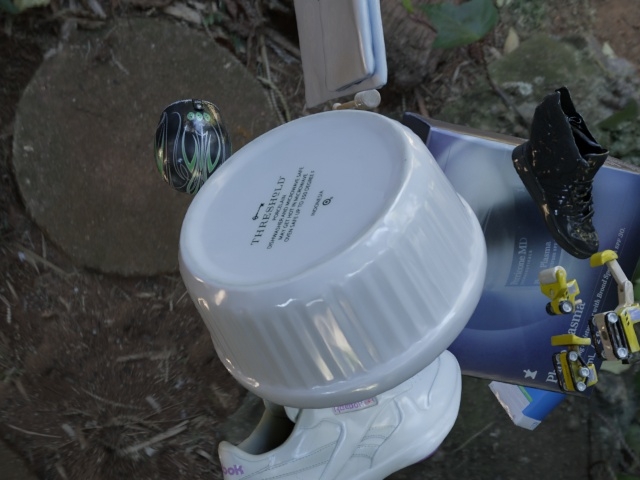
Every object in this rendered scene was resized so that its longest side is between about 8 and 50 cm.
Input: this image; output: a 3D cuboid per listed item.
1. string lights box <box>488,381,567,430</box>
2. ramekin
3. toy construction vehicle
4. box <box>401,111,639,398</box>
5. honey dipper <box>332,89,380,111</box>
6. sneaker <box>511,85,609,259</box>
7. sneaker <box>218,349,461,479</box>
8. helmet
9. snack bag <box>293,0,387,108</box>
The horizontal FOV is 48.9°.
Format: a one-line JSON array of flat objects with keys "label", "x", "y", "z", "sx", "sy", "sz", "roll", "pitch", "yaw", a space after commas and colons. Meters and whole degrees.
[{"label": "string lights box", "x": 0.539, "y": 0.313, "z": 1.687, "sx": 0.076, "sy": 0.133, "sz": 0.260, "roll": 25, "pitch": 112, "yaw": -34}, {"label": "ramekin", "x": 0.000, "y": 0.000, "z": 0.621, "sx": 0.273, "sy": 0.272, "sz": 0.127, "roll": -49, "pitch": 133, "yaw": -22}, {"label": "toy construction vehicle", "x": 0.205, "y": 0.062, "z": 0.532, "sx": 0.035, "sy": 0.086, "sz": 0.098, "roll": -9, "pitch": 79, "yaw": -16}, {"label": "box", "x": 0.224, "y": 0.016, "z": 0.908, "sx": 0.293, "sy": 0.183, "sz": 0.297, "roll": 11, "pitch": 105, "yaw": -5}, {"label": "honey dipper", "x": 0.051, "y": -0.218, "z": 1.118, "sx": 0.030, "sy": 0.160, "sz": 0.031, "roll": -2, "pitch": 97, "yaw": -18}, {"label": "sneaker", "x": 0.259, "y": -0.066, "z": 0.723, "sx": 0.051, "sy": 0.089, "sz": 0.170, "roll": -32, "pitch": 90, "yaw": -40}, {"label": "sneaker", "x": 0.031, "y": 0.183, "z": 0.733, "sx": 0.305, "sy": 0.114, "sz": 0.152, "roll": -32, "pitch": 102, "yaw": -31}, {"label": "helmet", "x": -0.251, "y": -0.177, "z": 1.392, "sx": 0.169, "sy": 0.169, "sz": 0.162, "roll": -2, "pitch": 70, "yaw": -17}, {"label": "snack bag", "x": 0.000, "y": -0.338, "z": 0.880, "sx": 0.037, "sy": 0.342, "sz": 0.323, "roll": -10, "pitch": 98, "yaw": -13}]
